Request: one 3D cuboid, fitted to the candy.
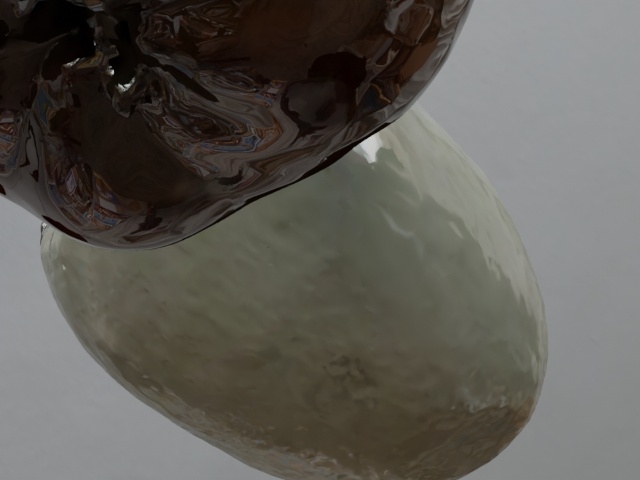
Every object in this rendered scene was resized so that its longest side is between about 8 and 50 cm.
[{"bbox_3d":[0.000,0.000,1.238,0.427,0.186,0.386,40,-131,-12],"label":"candy"}]

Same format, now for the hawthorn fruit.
[{"bbox_3d":[-0.054,-0.122,0.523,0.208,0.248,0.208,2,-55,3],"label":"hawthorn fruit"}]
